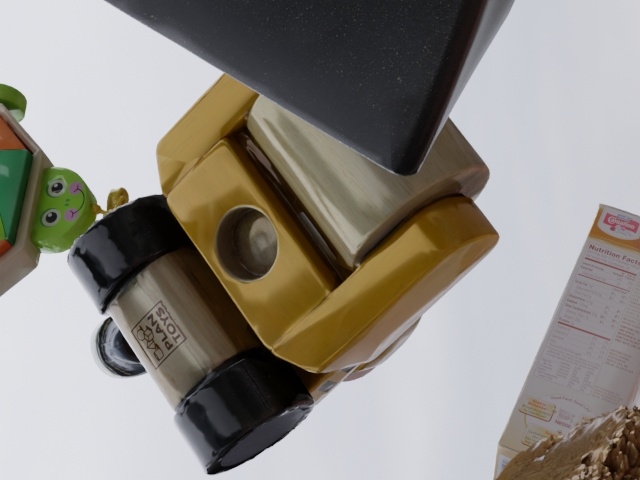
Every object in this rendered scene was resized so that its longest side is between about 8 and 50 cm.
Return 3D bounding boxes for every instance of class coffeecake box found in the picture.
[{"bbox_3d":[0.173,0.094,1.219,0.142,0.068,0.185,86,-153,-59],"label":"coffeecake box"}]

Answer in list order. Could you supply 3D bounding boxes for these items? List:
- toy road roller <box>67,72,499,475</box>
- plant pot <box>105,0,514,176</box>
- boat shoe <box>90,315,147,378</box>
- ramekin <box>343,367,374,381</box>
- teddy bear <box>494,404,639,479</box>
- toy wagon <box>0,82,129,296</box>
[{"bbox_3d":[0.000,0.000,1.381,0.202,0.329,0.240,54,-150,16],"label":"toy road roller"},{"bbox_3d":[0.026,-0.181,0.940,0.167,0.188,0.187,-61,-2,41],"label":"plant pot"},{"bbox_3d":[-0.107,0.065,1.888,0.254,0.079,0.095,-18,-90,-28],"label":"boat shoe"},{"bbox_3d":[-0.039,0.026,2.103,0.277,0.135,0.277,18,-112,-51],"label":"ramekin"},{"bbox_3d":[0.098,0.216,0.908,0.113,0.245,0.338,54,-153,-8],"label":"teddy bear"},{"bbox_3d":[-0.356,-0.032,1.839,0.068,0.344,0.267,59,-147,-58],"label":"toy wagon"}]
